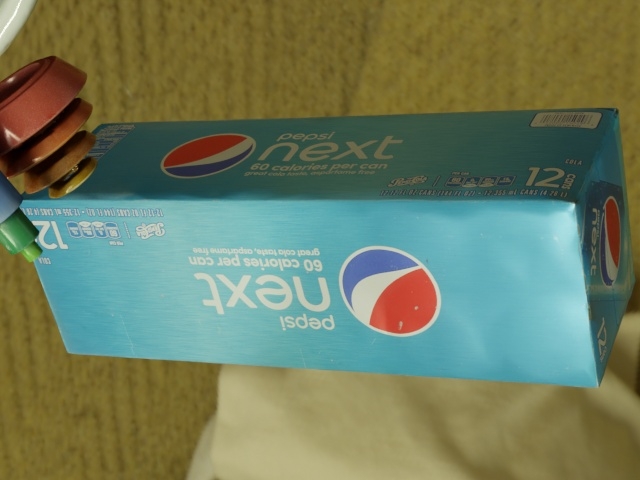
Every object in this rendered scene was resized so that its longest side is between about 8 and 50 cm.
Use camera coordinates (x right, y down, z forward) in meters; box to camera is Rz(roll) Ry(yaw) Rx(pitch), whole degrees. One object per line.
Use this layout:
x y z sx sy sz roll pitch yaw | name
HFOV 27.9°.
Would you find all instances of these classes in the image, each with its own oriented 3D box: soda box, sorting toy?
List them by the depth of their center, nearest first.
-0.108 -0.014 0.409 0.102 0.061 0.042 -40 113 -10 | sorting toy
0.000 0.000 0.463 0.210 0.067 0.071 1 121 26 | soda box

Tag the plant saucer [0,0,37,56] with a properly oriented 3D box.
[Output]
-0.369 -0.295 0.980 0.400 0.100 0.400 5 112 13 | plant saucer
